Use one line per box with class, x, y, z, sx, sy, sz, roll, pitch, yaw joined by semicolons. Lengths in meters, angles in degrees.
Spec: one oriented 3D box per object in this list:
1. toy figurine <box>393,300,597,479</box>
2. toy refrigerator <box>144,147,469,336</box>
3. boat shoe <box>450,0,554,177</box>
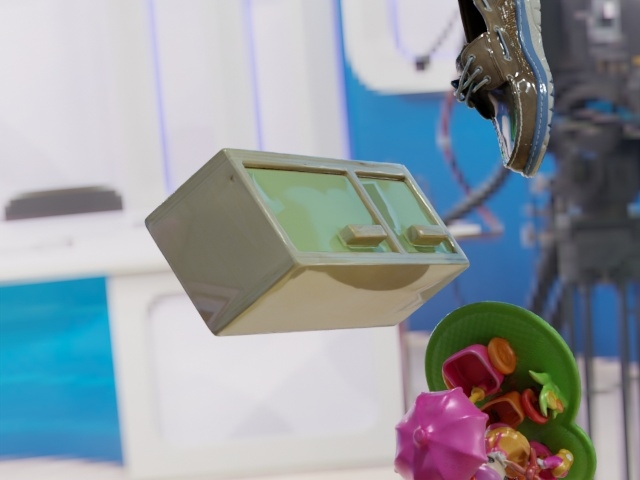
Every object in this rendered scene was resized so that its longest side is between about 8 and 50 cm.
toy figurine;0.119;0.153;1.458;0.130;0.173;0.159;-29;6;34
toy refrigerator;0.000;0.000;1.433;0.094;0.102;0.269;-41;-20;22
boat shoe;0.133;-0.124;1.480;0.066;0.066;0.183;5;50;-11
